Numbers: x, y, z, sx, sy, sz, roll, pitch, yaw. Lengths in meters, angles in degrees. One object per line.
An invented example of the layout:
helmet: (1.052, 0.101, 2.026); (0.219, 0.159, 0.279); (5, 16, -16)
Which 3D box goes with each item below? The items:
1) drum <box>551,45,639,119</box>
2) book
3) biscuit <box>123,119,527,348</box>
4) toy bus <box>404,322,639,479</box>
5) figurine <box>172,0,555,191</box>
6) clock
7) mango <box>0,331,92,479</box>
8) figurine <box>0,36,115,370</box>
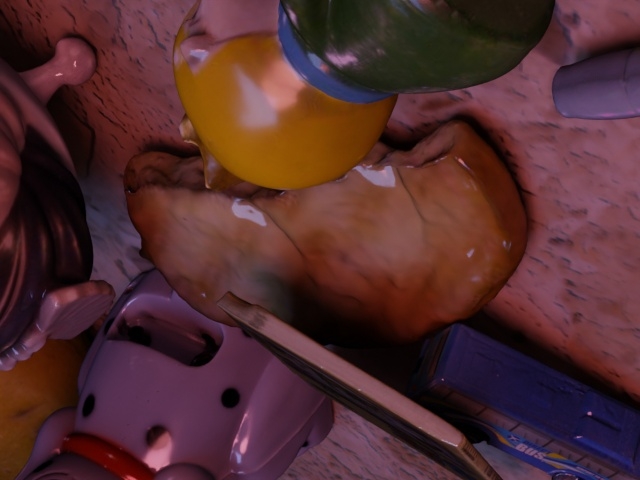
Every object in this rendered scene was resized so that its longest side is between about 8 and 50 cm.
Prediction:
drum: (0.196, -0.085, 0.496); (0.253, 0.049, 0.130); (12, 138, 34)
book: (0.035, 0.099, 0.793); (0.168, 0.013, 0.192); (29, 170, 26)
biscuit: (0.003, 0.003, 0.787); (0.299, 0.045, 0.154); (-1, 131, 43)
toy bus: (0.126, 0.101, 0.753); (0.153, 0.051, 0.061); (26, 154, -6)
figurine: (-0.014, -0.120, 0.600); (0.185, 0.127, 0.234); (52, 154, -11)
clock: (-0.127, 0.165, 0.921); (0.189, 0.254, 0.189); (25, 149, 17)
mango: (-0.304, 0.109, 1.075); (0.365, 0.182, 0.253); (51, 143, -15)
figurine: (-0.321, -0.022, 0.821); (0.361, 0.211, 0.253); (-7, 156, 26)
